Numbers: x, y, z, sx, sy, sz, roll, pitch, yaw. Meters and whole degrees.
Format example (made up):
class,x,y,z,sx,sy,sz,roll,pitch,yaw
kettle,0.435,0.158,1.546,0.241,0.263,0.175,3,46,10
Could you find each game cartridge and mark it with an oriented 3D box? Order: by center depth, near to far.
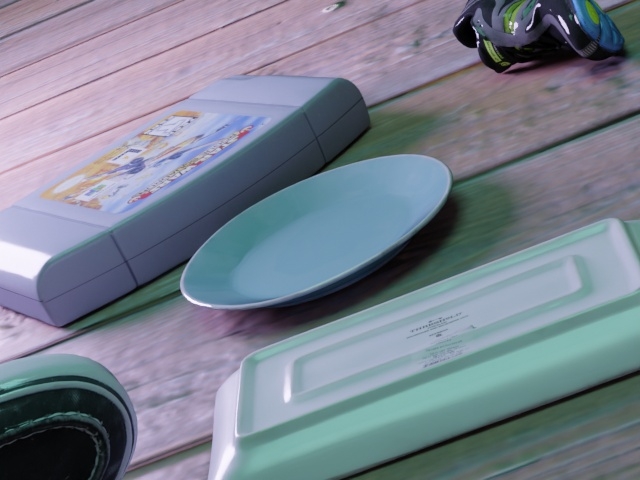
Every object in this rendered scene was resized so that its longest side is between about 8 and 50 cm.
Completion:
class,x,y,z,sx,sy,sz,roll,pitch,yaw
game cartridge,-0.115,-0.041,1.245,0.297,0.062,0.198,-34,19,-25

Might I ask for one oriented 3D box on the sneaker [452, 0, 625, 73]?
class,x,y,z,sx,sy,sz,roll,pitch,yaw
sneaker,0.158,-0.153,1.218,0.078,0.067,0.188,-49,26,-5

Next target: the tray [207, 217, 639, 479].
class,x,y,z,sx,sy,sz,roll,pitch,yaw
tray,0.062,0.054,0.849,0.270,0.030,0.145,-21,22,8

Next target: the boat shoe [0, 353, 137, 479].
class,x,y,z,sx,sy,sz,roll,pitch,yaw
boat shoe,-0.202,0.165,0.764,0.301,0.108,0.102,-34,22,-17

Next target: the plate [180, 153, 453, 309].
class,x,y,z,sx,sy,sz,roll,pitch,yaw
plate,0.000,0.000,1.057,0.188,0.024,0.188,-22,21,9
